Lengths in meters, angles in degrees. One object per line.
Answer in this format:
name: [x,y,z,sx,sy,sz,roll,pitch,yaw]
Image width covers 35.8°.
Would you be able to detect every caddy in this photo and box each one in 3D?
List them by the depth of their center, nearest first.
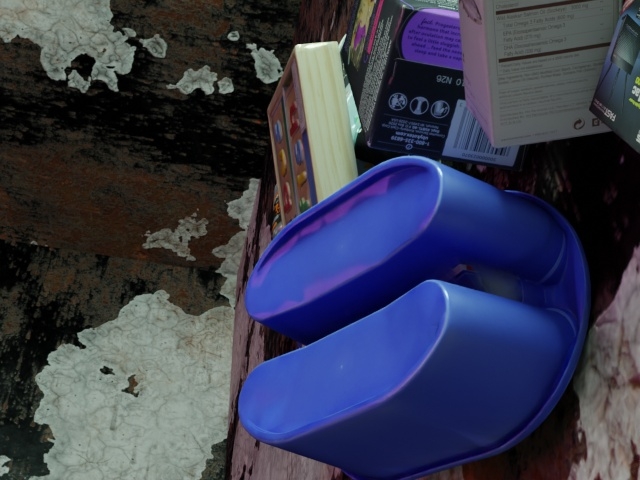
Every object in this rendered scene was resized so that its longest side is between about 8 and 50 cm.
caddy: [0.077,0.080,0.877,0.341,0.179,0.241,-31,48,44]

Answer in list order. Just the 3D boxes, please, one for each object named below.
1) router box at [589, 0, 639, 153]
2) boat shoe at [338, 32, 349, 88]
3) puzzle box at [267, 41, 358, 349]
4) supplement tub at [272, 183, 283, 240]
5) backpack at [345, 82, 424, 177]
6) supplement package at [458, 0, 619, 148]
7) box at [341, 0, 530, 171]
router box: [0.234,-0.112,0.679,0.122,0.038,0.092,-102,22,-66]
boat shoe: [0.081,-0.200,1.501,0.091,0.114,0.302,123,143,-69]
puzzle box: [0.000,0.000,1.182,0.272,0.052,0.408,136,126,-77]
supplement tub: [-0.040,-0.042,2.025,0.190,0.117,0.117,-91,14,-46]
backpack: [0.073,-0.122,1.317,0.188,0.144,0.165,94,-164,-58]
supplement package: [0.168,-0.179,0.777,0.105,0.105,0.179,-98,0,-64]
box: [0.124,-0.199,1.031,0.270,0.165,0.143,-97,18,-61]
